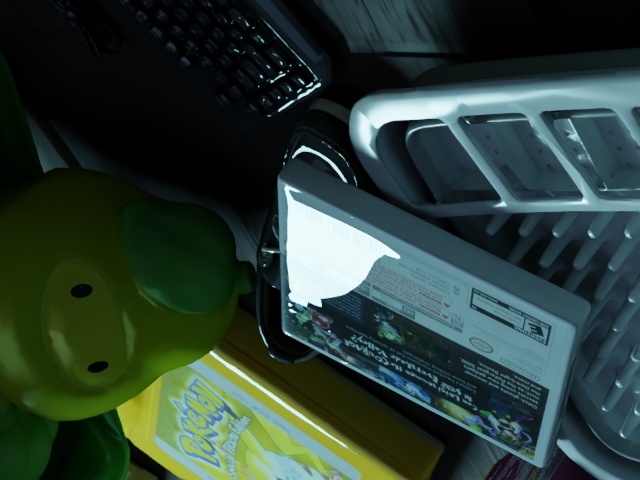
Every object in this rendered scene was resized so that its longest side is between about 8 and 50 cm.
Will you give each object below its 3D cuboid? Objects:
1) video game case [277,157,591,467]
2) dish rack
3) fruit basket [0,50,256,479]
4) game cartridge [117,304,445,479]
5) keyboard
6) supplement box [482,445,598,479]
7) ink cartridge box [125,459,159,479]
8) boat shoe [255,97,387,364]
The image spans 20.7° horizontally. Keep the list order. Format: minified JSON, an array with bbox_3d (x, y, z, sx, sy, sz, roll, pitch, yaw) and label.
[{"bbox_3d":[0.060,0.045,1.029,0.190,0.022,0.173,27,150,16],"label":"video game case"},{"bbox_3d":[0.194,0.021,0.936,0.285,0.072,0.333,0,134,47],"label":"dish rack"},{"bbox_3d":[-0.243,0.055,1.225,0.392,0.283,0.392,27,130,37],"label":"fruit basket"},{"bbox_3d":[-0.068,0.149,1.438,0.323,0.053,0.285,32,151,10],"label":"game cartridge"},{"bbox_3d":[-0.144,-0.184,1.064,0.317,0.033,0.201,46,151,-13],"label":"keyboard"},{"bbox_3d":[0.173,0.187,1.190,0.104,0.081,0.188,38,151,0],"label":"supplement box"},{"bbox_3d":[-0.286,0.242,1.780,0.234,0.088,0.193,34,152,9],"label":"ink cartridge box"},{"bbox_3d":[0.000,0.000,1.120,0.084,0.079,0.233,32,149,14],"label":"boat shoe"}]
